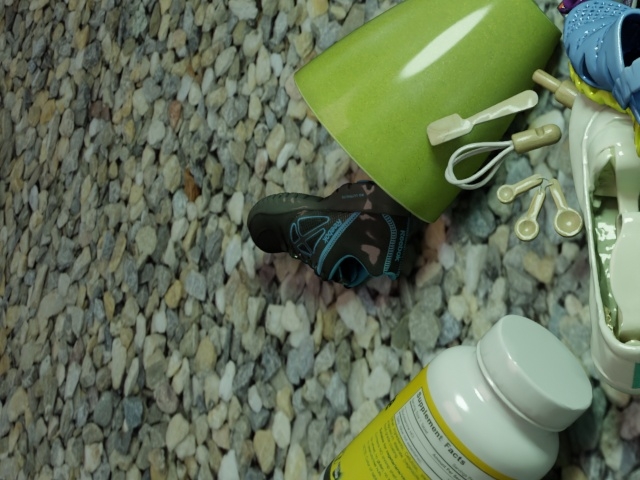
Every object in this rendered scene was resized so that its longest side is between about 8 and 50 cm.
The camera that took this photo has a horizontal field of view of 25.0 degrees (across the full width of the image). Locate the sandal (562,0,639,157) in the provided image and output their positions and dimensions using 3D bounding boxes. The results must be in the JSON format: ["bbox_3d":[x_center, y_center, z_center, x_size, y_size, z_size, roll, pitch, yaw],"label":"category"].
[{"bbox_3d":[0.349,-0.195,1.558,0.126,0.138,0.317,-25,35,-2],"label":"sandal"}]

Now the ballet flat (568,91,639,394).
[{"bbox_3d":[0.348,-0.033,1.598,0.139,0.139,0.400,-22,59,46],"label":"ballet flat"}]

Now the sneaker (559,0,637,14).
[{"bbox_3d":[0.357,-0.365,1.776,0.083,0.098,0.224,2,75,52],"label":"sneaker"}]

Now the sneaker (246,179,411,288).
[{"bbox_3d":[0.000,0.000,2.099,0.341,0.125,0.140,-10,76,55],"label":"sneaker"}]

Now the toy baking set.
[{"bbox_3d":[0.259,-0.111,1.739,0.256,0.030,0.197,41,84,24],"label":"toy baking set"}]

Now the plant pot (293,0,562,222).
[{"bbox_3d":[0.163,-0.221,1.901,0.293,0.275,0.275,-43,42,14],"label":"plant pot"}]

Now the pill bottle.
[{"bbox_3d":[0.159,0.247,1.712,0.334,0.188,0.188,-48,41,26],"label":"pill bottle"}]

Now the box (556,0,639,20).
[{"bbox_3d":[0.371,-0.317,1.844,0.137,0.027,0.094,-49,42,26],"label":"box"}]
